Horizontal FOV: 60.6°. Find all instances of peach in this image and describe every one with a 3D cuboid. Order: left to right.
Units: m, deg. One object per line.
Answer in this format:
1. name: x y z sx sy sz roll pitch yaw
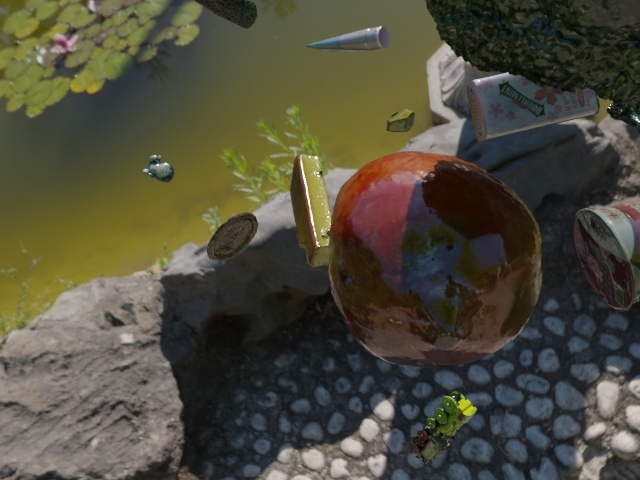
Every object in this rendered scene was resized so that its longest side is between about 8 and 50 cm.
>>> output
1. peach: 0.112 0.029 0.562 0.232 0.233 0.257 -7 24 17

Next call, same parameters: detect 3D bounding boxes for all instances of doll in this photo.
1. doll: -0.474 -0.209 1.621 0.083 0.050 0.076 21 73 -6

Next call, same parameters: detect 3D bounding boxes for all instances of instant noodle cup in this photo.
1. instant noodle cup: 0.684 0.014 1.179 0.178 0.235 0.235 -19 57 3

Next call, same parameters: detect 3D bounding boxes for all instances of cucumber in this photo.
1. cucumber: -0.203 -0.458 1.027 0.058 0.187 0.058 -6 80 38

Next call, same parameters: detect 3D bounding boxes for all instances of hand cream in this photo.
1. hand cream: 0.090 -0.665 1.853 0.312 0.111 0.070 7 102 44

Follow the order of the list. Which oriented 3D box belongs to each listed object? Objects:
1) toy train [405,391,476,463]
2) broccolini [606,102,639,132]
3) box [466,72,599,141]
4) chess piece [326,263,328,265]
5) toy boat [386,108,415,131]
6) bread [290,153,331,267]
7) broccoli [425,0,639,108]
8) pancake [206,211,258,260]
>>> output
1. toy train: 0.290 0.464 1.337 0.053 0.250 0.085 -16 51 -40
2. broccolini: 0.799 -0.289 1.349 0.068 0.091 0.203 -43 50 12
3. box: 0.653 -0.436 1.676 0.369 0.112 0.191 -14 95 1
4. chess piece: 0.000 0.000 1.104 0.066 0.066 0.122 -40 29 -5
5. toy boat: 0.240 -0.362 1.654 0.066 0.065 0.172 13 27 21
6. bread: -0.015 -0.046 0.937 0.049 0.088 0.226 2 49 -15
7. broccoli: 0.191 -0.247 0.383 0.321 0.303 0.284 43 120 15
8. pancake: -0.269 -0.009 1.681 0.199 0.199 0.021 -43 67 -7
